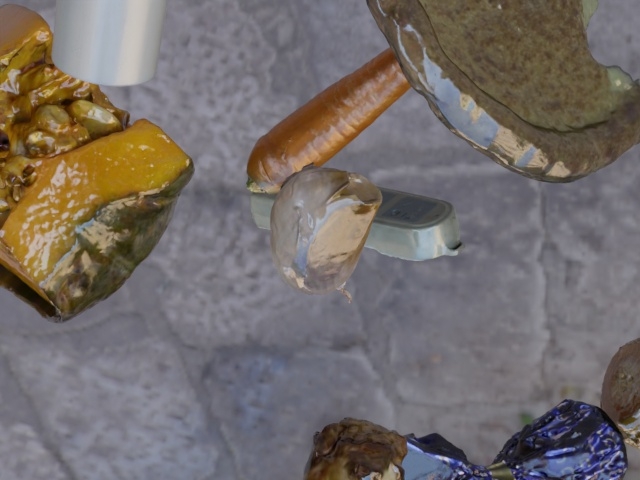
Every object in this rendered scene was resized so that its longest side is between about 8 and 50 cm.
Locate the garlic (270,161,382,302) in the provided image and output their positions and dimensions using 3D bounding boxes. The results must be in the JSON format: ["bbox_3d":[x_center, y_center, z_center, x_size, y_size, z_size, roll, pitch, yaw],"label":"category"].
[{"bbox_3d":[-0.002,0.005,1.064,0.084,0.066,0.152,10,131,-5],"label":"garlic"}]

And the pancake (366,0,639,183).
[{"bbox_3d":[0.131,-0.180,0.866,0.286,0.288,0.033,50,143,-11],"label":"pancake"}]

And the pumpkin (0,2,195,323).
[{"bbox_3d":[-0.289,-0.075,1.333,0.303,0.225,0.256,47,167,-2],"label":"pumpkin"}]

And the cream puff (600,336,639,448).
[{"bbox_3d":[0.402,0.186,1.612,0.103,0.144,0.126,27,120,-16],"label":"cream puff"}]

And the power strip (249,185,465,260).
[{"bbox_3d":[0.038,-0.028,1.488,0.286,0.080,0.048,15,130,41],"label":"power strip"}]

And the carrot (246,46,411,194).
[{"bbox_3d":[0.035,-0.130,1.238,0.271,0.062,0.066,-36,145,16],"label":"carrot"}]

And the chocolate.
[{"bbox_3d":[0.172,0.265,1.478,0.343,0.126,0.148,-6,112,-28],"label":"chocolate"}]

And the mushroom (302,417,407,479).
[{"bbox_3d":[-0.092,0.225,0.593,0.302,0.233,0.208,-26,165,17],"label":"mushroom"}]

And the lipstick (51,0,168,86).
[{"bbox_3d":[-0.115,-0.222,0.809,0.070,0.070,0.254,12,118,-1],"label":"lipstick"}]
